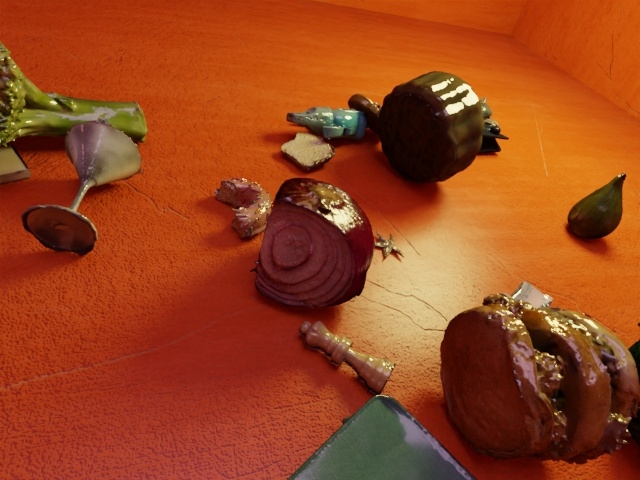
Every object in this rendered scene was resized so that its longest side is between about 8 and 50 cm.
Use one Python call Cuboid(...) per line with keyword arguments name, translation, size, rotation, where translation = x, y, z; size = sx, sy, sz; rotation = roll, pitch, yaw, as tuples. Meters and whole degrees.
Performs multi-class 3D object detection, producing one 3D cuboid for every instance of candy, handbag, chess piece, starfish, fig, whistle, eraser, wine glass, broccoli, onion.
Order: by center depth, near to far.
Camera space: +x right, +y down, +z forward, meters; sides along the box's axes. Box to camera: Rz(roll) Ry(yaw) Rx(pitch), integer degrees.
Cuboid(name="handbag", translation=(0.075, 0.364, 0.509), size=(0.268, 0.100, 0.274), rotation=(41, 47, 18))
Cuboid(name="chess piece", translation=(0.039, 0.189, 0.712), size=(0.172, 0.060, 0.060), rotation=(28, 43, 15))
Cuboid(name="wine glass", translation=(-0.441, -0.098, 0.791), size=(0.156, 0.156, 0.232), rotation=(8, 47, -11))
Cuboid(name="onion", translation=(0.002, -0.003, 0.792), size=(0.206, 0.216, 0.207), rotation=(22, 34, -1))
Cuboid(name="candy", translation=(0.390, 0.157, 0.839), size=(0.073, 0.092, 0.160), rotation=(37, 44, 23))
Cuboid(name="eraser", translation=(-0.678, -0.142, 0.839), size=(0.150, 0.023, 0.104), rotation=(-26, 57, -38))
Cuboid(name="broccoli", translation=(-0.592, -0.275, 0.877), size=(0.397, 0.275, 0.353), rotation=(23, 38, -15))
Cuboid(name="starfish", translation=(0.158, 0.011, 0.974), size=(0.086, 0.016, 0.092), rotation=(28, 40, 8))
Cuboid(name="fig", translation=(0.788, -0.084, 1.171), size=(0.133, 0.185, 0.127), rotation=(-3, 62, -27))
Cuboid(name="whistle", translation=(0.032, -0.347, 1.241), size=(0.274, 0.093, 0.186), rotation=(-3, 25, -29))
Cuboid(name="handbag", translation=(0.501, -0.438, 1.503), size=(0.269, 0.118, 0.326), rotation=(-5, 49, -25))

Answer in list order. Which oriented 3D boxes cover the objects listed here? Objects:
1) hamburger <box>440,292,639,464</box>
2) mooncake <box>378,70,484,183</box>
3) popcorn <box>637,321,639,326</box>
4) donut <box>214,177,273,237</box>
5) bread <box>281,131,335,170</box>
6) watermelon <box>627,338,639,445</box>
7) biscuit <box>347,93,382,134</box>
Cuboid(name="hamburger", translation=(0.319, 0.220, 0.643), size=(0.211, 0.245, 0.260), rotation=(1, 14, -24))
Cuboid(name="mooncake", translation=(0.286, -0.296, 1.149), size=(0.161, 0.290, 0.290), rotation=(-27, 58, -29))
Cuboid(name="popcorn", translation=(0.817, 0.209, 0.821), size=(0.325, 0.321, 0.290), rotation=(-2, 60, 3))
Cuboid(name="donut", translation=(-0.154, -0.080, 0.924), size=(0.117, 0.065, 0.166), rotation=(-13, 52, -29))
Cuboid(name="bread", translation=(-0.037, -0.239, 1.154), size=(0.129, 0.044, 0.126), rotation=(38, 53, 17))
Cuboid(name="watermelon", translation=(0.620, 0.266, 0.694), size=(0.242, 0.242, 0.242), rotation=(10, 42, -9))
Cuboid(name="biscuit", translation=(0.163, -0.393, 1.300), size=(0.170, 0.170, 0.050), rotation=(39, 89, 22))
